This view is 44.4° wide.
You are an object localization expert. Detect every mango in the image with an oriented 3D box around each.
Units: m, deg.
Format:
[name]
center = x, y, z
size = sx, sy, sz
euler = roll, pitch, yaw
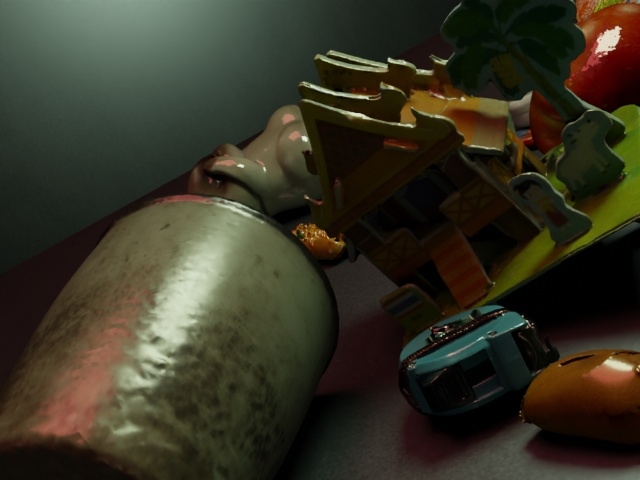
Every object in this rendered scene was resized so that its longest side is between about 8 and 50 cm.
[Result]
[mango]
center = 0.221, 0.124, 0.634
size = 0.127, 0.063, 0.077
euler = -14, 29, 38

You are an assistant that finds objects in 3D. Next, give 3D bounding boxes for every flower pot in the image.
[flower pot]
center = -0.153, 0.159, 0.757
size = 0.294, 0.293, 0.330
euler = -19, 26, 24

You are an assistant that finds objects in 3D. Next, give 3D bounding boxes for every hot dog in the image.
[hot dog]
center = 0.000, 0.000, 1.337
size = 0.072, 0.055, 0.188
euler = -35, 18, -30

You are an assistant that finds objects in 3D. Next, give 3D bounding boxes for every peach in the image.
[peach]
center = 0.404, -0.211, 1.098
size = 0.243, 0.199, 0.243
euler = -47, 3, 3

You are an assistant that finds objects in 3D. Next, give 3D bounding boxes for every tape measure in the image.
[tape measure]
center = 0.143, 0.114, 0.753
size = 0.146, 0.080, 0.125
euler = -27, 6, 0

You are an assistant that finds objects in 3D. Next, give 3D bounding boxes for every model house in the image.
[model house]
center = 0.133, -0.103, 0.844
size = 0.358, 0.313, 0.242
euler = -36, 21, 36

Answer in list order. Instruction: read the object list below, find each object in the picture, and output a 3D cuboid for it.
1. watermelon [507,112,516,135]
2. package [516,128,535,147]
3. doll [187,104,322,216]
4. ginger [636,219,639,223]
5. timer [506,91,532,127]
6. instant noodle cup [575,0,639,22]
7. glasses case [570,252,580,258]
[watermelon]
center = 0.191, -0.113, 1.265
size = 0.310, 0.193, 0.232
euler = -5, 0, -3
[package]
center = 0.377, -0.181, 1.357
size = 0.200, 0.022, 0.083
euler = -13, 21, 41
[doll]
center = -0.117, -0.140, 1.660
size = 0.371, 0.226, 0.215
euler = -23, 52, -2
[ginger]
center = 0.419, -0.067, 0.871
size = 0.206, 0.081, 0.115
euler = -21, 30, -2
[timer]
center = 0.465, -0.299, 1.415
size = 0.237, 0.087, 0.262
euler = -17, 14, 48
[instant noodle cup]
center = 0.546, -0.357, 1.242
size = 0.193, 0.212, 0.193
euler = -30, 48, 41
[glasses case]
center = 0.287, -0.041, 1.005
size = 0.103, 0.067, 0.266
euler = -28, 17, 13
